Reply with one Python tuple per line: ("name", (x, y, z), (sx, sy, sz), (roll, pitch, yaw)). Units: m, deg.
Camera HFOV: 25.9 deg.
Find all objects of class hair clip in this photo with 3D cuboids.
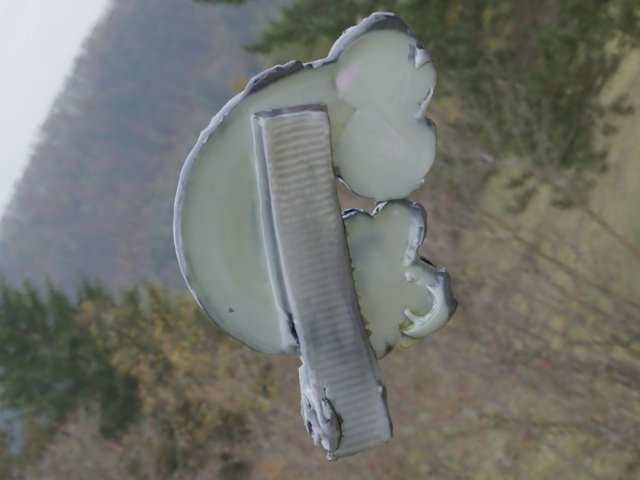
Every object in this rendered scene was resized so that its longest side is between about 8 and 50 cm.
("hair clip", (0.000, 0.000, 0.563), (0.049, 0.116, 0.172), (-167, 66, -67))
